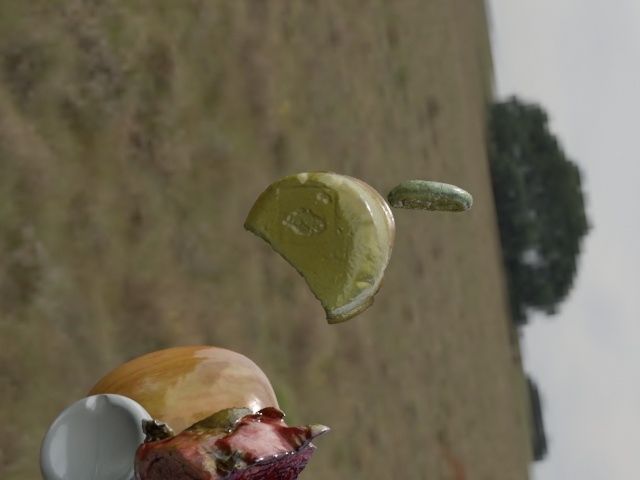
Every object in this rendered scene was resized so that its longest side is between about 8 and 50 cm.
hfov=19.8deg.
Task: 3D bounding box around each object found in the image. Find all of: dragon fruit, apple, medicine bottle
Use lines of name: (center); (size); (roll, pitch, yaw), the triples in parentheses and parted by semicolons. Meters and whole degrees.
dragon fruit: (-0.075, 0.158, 1.293); (0.096, 0.102, 0.147); (56, -43, 29)
apple: (-0.163, 0.250, 2.145); (0.242, 0.241, 0.242); (172, -90, -74)
medicine bottle: (-0.155, 0.266, 1.747); (0.352, 0.110, 0.110); (64, 17, -57)

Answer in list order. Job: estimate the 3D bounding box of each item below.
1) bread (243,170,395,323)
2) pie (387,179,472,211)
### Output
bread: (0.009, -0.005, 1.837); (0.156, 0.125, 0.086); (50, 10, 14)
pie: (0.103, -0.041, 1.731); (0.084, 0.084, 0.021); (63, 31, -77)
